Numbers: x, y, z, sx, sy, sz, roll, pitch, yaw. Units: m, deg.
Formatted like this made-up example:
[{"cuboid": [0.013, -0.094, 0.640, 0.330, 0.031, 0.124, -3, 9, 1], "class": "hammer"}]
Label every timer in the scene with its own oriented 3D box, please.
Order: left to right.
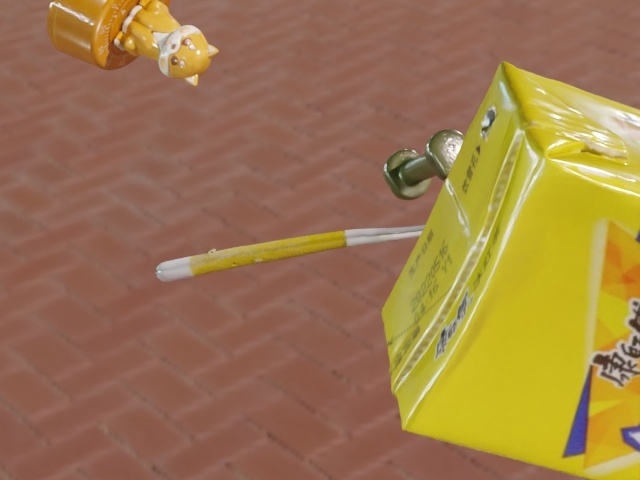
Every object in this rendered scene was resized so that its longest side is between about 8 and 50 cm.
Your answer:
[{"cuboid": [-0.167, -0.205, 1.533, 0.152, 0.132, 0.132, 34, 47, 20], "class": "timer"}]

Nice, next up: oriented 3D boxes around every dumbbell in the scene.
[{"cuboid": [0.104, -0.072, 1.519, 0.046, 0.052, 0.118, -39, 6, -23], "class": "dumbbell"}]

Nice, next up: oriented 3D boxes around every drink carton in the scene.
[{"cuboid": [0.219, 0.051, 0.757, 0.351, 0.154, 0.111, 16, 27, -15], "class": "drink carton"}]

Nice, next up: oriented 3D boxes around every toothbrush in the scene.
[{"cuboid": [0.000, 0.000, 1.337, 0.288, 0.021, 0.024, -10, 51, 8], "class": "toothbrush"}]
